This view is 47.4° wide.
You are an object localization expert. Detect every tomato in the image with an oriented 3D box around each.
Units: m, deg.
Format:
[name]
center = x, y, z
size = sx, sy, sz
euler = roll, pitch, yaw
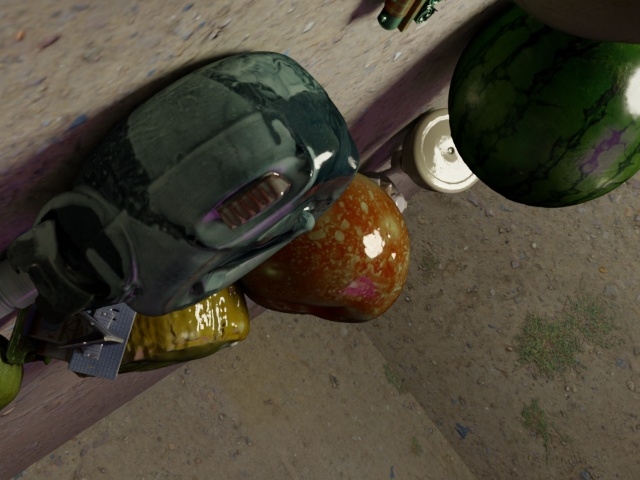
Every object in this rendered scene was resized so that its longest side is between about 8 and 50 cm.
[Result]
[tomato]
center = 0.000, 0.000, 1.080
size = 0.270, 0.270, 0.222
euler = 120, -15, -76

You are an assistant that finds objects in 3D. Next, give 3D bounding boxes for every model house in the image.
[model house]
center = -0.245, 0.085, 0.757
size = 0.167, 0.088, 0.117
euler = 115, -9, -76

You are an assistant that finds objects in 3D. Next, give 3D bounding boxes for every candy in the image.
[candy]
center = -0.228, 0.120, 1.020
size = 0.260, 0.117, 0.260
euler = -12, 169, -2

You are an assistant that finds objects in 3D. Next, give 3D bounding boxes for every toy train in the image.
[toy train]
center = 0.089, -0.238, 0.689
size = 0.064, 0.044, 0.103
euler = -31, 170, -30

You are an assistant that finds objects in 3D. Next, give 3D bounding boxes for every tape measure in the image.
[tape measure]
center = -0.096, -0.037, 0.653
size = 0.275, 0.147, 0.256
euler = -37, 175, 10

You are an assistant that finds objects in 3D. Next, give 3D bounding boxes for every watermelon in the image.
[watermelon]
center = 0.364, -0.217, 1.124
size = 0.363, 0.363, 0.363
euler = -37, 174, -4

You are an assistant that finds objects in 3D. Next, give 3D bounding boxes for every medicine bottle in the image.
[medicine bottle]
center = -0.265, 0.033, 0.655
size = 0.083, 0.047, 0.047
euler = -33, 174, -7

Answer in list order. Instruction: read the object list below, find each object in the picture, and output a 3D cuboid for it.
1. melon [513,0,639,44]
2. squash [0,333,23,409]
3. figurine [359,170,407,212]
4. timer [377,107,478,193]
[melon]
center = 0.235, -0.249, 0.441
size = 0.308, 0.271, 0.272
euler = -41, 177, -31
[squash]
center = -0.351, 0.134, 0.741
size = 0.094, 0.094, 0.341
euler = -35, 173, -22
[figurine]
center = 0.101, -0.077, 1.552
size = 0.163, 0.141, 0.237
euler = 7, -172, 8
[timer]
center = 0.219, -0.179, 1.595
size = 0.175, 0.175, 0.266
euler = -36, -170, -17
